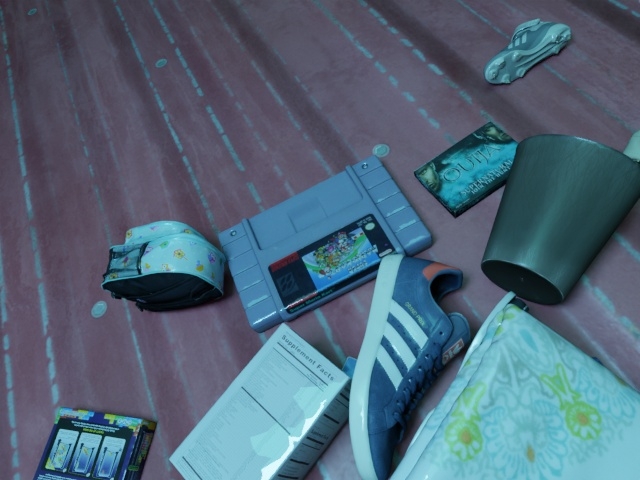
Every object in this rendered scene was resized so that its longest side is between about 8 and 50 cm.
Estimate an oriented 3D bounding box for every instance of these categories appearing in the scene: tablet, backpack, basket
[{"bbox_3d":[0.070,0.227,0.762,0.083,0.006,0.054,19,67,24],"label":"tablet"},{"bbox_3d":[-0.268,0.049,0.864,0.188,0.166,0.144,-4,60,22],"label":"backpack"},{"bbox_3d":[0.360,-0.028,0.747,0.204,0.154,0.227,26,74,28],"label":"basket"}]

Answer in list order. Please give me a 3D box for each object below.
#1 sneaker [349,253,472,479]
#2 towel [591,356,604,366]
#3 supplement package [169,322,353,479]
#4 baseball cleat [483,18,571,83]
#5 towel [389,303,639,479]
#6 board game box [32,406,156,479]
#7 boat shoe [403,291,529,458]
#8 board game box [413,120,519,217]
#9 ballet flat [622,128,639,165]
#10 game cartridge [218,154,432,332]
[{"bbox_3d":[0.141,0.173,0.693,0.148,0.131,0.350,3,59,20],"label":"sneaker"},{"bbox_3d":[0.353,0.215,0.674,0.119,0.029,0.067,-21,57,4],"label":"towel"},{"bbox_3d":[-0.066,0.270,0.695,0.139,0.134,0.244,34,76,29],"label":"supplement package"},{"bbox_3d":[0.418,-0.399,1.002,0.206,0.072,0.109,-26,43,-5],"label":"baseball cleat"},{"bbox_3d":[0.257,0.312,0.541,0.320,0.090,0.374,38,74,4],"label":"towel"},{"bbox_3d":[-0.376,0.361,0.787,0.170,0.048,0.141,2,63,17],"label":"board game box"},{"bbox_3d":[0.228,0.217,0.667,0.091,0.114,0.302,28,83,29],"label":"boat shoe"},{"bbox_3d":[0.290,-0.138,0.900,0.186,0.026,0.126,-34,58,-5],"label":"board game box"},{"bbox_3d":[0.595,-0.086,0.761,0.086,0.086,0.248,-32,56,-4],"label":"ballet flat"},{"bbox_3d":[0.000,0.000,0.886,0.355,0.068,0.230,-27,53,-1],"label":"game cartridge"}]
